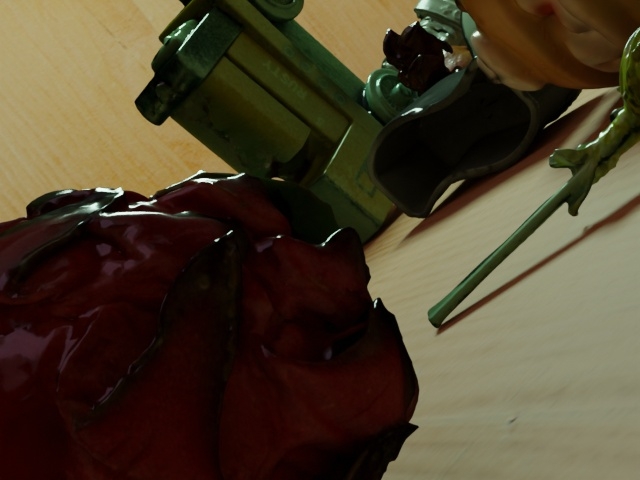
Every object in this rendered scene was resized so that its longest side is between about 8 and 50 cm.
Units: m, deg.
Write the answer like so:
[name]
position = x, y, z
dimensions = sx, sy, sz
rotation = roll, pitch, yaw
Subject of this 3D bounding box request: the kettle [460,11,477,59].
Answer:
[kettle]
position = 0.284, -0.275, 1.534
dimensions = 0.255, 0.165, 0.240
rotation = -34, 35, 48

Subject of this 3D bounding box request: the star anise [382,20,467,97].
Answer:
[star anise]
position = 0.141, -0.179, 1.493
dimensions = 0.073, 0.177, 0.234
rotation = -47, 5, -3

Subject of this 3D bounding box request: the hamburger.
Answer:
[hamburger]
position = 0.220, -0.252, 1.106
dimensions = 0.237, 0.276, 0.276
rotation = -27, 12, 48

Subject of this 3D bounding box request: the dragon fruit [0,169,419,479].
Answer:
[dragon fruit]
position = -0.079, 0.104, 0.538
dimensions = 0.234, 0.234, 0.293
rotation = -29, 41, 63

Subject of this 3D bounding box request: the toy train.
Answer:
[toy train]
position = -0.041, -0.163, 1.562
dimensions = 0.160, 0.397, 0.253
rotation = -36, 18, 44

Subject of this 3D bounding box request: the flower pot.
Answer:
[flower pot]
position = 0.150, -0.118, 1.292
dimensions = 0.108, 0.103, 0.229
rotation = -42, 5, -40

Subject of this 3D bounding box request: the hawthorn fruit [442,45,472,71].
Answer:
[hawthorn fruit]
position = 0.180, -0.189, 1.670
dimensions = 0.128, 0.128, 0.128
rotation = -38, 5, 4

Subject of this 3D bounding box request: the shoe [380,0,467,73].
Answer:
[shoe]
position = 0.155, -0.256, 1.762
dimensions = 0.149, 0.109, 0.292
rotation = 12, -81, -61

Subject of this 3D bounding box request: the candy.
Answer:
[candy]
position = 0.157, -0.039, 0.797
dimensions = 0.262, 0.077, 0.073
rotation = -46, 0, 19
